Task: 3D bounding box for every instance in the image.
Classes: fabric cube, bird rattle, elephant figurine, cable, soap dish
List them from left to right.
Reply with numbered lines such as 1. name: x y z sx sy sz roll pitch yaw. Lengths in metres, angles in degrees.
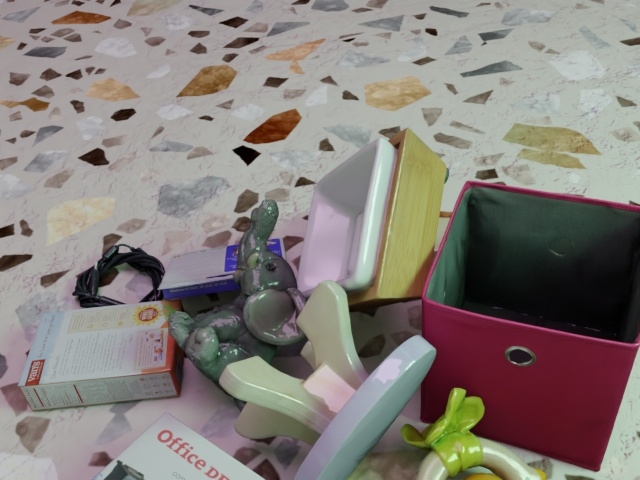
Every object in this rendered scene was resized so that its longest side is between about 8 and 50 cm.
1. cable: -0.351 0.077 1.266 0.150 0.047 0.184 -35 49 -25
2. elephant figurine: -0.089 0.098 1.053 0.239 0.186 0.169 -41 48 -8
3. soap dish: 0.067 -0.007 1.042 0.118 0.291 0.229 15 75 -16
4. bird rattle: 0.168 0.315 0.870 0.207 0.143 0.253 22 50 8
5. fabric cube: 0.287 0.109 0.982 0.254 0.258 0.259 12 44 19

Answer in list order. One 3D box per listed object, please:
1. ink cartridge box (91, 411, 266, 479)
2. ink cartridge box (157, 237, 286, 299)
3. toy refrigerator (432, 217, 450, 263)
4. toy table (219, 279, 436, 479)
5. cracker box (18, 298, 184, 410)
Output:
1. ink cartridge box: -0.205 0.384 0.833 0.226 0.131 0.306 24 51 31
2. ink cartridge box: -0.158 0.053 1.209 0.206 0.045 0.208 -9 14 -3
3. toy refrigerator: 0.189 0.025 1.220 0.269 0.094 0.102 2 35 10
4. toy table: 0.005 0.192 0.915 0.161 0.252 0.274 40 99 23
5. cracker box: -0.334 0.177 1.135 0.232 0.067 0.156 -5 40 1
